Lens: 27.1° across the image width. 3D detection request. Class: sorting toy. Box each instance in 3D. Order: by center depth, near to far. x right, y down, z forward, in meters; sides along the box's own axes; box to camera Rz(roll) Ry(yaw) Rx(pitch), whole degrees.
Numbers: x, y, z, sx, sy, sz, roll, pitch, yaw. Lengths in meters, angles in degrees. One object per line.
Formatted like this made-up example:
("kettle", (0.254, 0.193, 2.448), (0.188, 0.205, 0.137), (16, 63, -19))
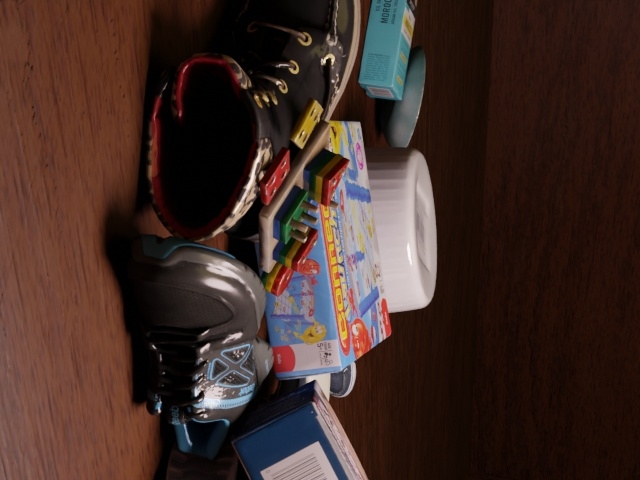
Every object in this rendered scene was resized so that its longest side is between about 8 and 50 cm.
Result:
("sorting toy", (-0.013, -0.042, 1.403), (0.132, 0.046, 0.274), (-58, 168, -24))

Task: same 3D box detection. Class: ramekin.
("ramekin", (0.097, -0.016, 2.049), (0.277, 0.135, 0.277), (-3, 90, -76))

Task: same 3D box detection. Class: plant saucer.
("plant saucer", (0.135, -0.245, 2.298), (0.195, 0.037, 0.194), (-169, -90, -79))

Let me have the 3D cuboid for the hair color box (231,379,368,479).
("hair color box", (-0.012, 0.272, 1.582), (0.173, 0.105, 0.347), (63, -1, 2))

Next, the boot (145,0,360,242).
("boot", (-0.068, -0.171, 1.397), (0.284, 0.138, 0.377), (-20, 125, -75))

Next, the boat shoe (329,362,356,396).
("boat shoe", (0.010, 0.184, 2.075), (0.083, 0.065, 0.183), (-60, 147, -56))

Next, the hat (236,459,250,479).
("hat", (-0.080, 0.427, 1.619), (0.331, 0.134, 0.331), (59, 7, -12))

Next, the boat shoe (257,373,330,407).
("boat shoe", (-0.046, 0.261, 1.825), (0.109, 0.091, 0.304), (4, 90, -68))

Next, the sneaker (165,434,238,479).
("sneaker", (-0.142, 0.343, 1.447), (0.115, 0.105, 0.281), (87, 18, -47))

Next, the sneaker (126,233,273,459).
("sneaker", (-0.123, 0.113, 1.355), (0.341, 0.125, 0.139), (71, 35, -57))

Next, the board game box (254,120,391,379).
("board game box", (0.000, 0.000, 1.707), (0.302, 0.086, 0.308), (-19, 101, -75))

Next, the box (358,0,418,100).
("box", (0.119, -0.363, 2.199), (0.100, 0.060, 0.244), (32, 67, -75))
